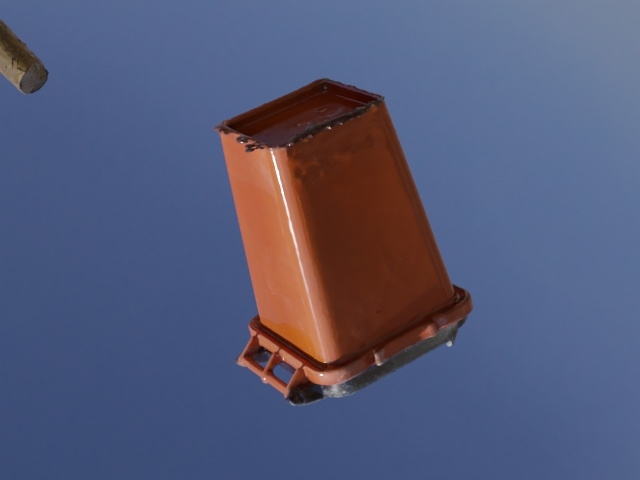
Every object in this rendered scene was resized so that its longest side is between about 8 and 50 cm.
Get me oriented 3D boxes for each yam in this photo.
[{"bbox_3d":[-0.259,-0.164,1.072,0.032,0.032,0.145,-5,-139,-50],"label":"yam"}]

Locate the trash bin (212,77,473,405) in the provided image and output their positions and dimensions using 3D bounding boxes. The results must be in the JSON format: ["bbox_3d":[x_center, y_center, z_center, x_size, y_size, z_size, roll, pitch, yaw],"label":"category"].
[{"bbox_3d":[0.000,0.000,1.169,0.184,0.238,0.161,-28,-154,-20],"label":"trash bin"}]
